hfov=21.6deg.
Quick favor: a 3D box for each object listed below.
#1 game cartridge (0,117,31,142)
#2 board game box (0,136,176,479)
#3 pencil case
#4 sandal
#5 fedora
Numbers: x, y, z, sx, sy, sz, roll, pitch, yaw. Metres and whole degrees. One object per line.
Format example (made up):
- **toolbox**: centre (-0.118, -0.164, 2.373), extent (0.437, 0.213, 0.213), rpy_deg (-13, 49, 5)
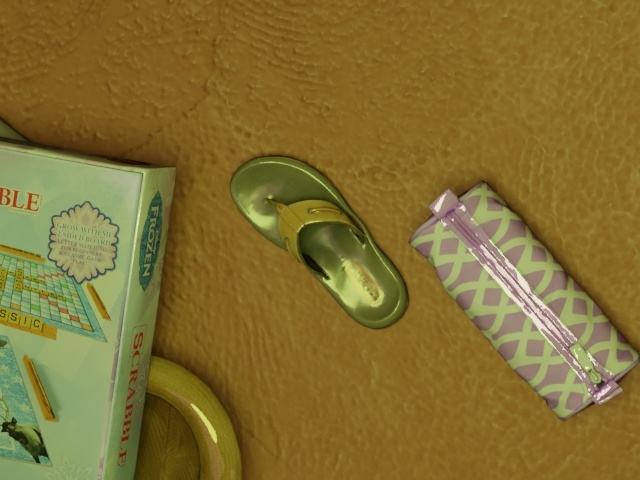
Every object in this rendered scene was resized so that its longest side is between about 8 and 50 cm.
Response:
- **game cartridge**: centre (-0.344, -0.018, 1.424), extent (0.355, 0.068, 0.230), rpy_deg (38, 97, 7)
- **board game box**: centre (-0.290, 0.071, 1.344), extent (0.318, 0.066, 0.318), rpy_deg (11, 98, 17)
- **pencil case**: centre (0.158, 0.048, 1.306), extent (0.086, 0.088, 0.206), rpy_deg (-43, 84, 10)
- **sandal**: centre (0.000, 0.000, 1.355), extent (0.072, 0.049, 0.180), rpy_deg (-44, 85, 12)
- **fedora**: centre (-0.143, 0.185, 1.384), extent (0.194, 0.079, 0.194), rpy_deg (2, 96, 15)
